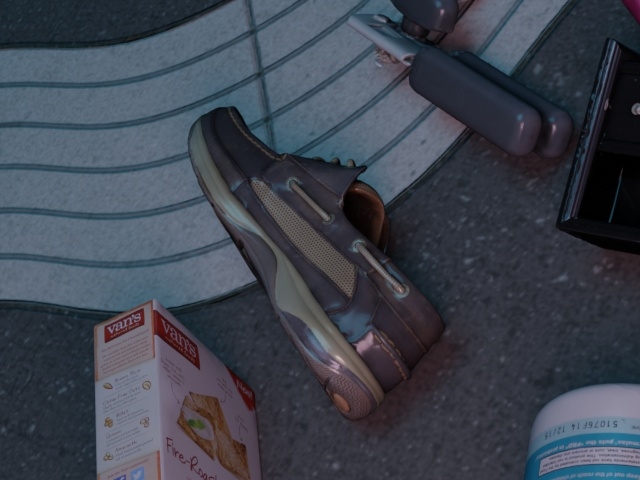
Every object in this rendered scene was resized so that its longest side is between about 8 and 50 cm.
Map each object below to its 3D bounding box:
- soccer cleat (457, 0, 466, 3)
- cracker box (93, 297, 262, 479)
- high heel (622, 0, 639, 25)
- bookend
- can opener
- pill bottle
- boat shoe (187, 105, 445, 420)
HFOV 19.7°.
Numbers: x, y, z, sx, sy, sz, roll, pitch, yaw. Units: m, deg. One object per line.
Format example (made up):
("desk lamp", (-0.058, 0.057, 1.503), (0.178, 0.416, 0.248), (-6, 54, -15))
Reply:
("soccer cleat", (0.130, -0.309, 1.755), (0.076, 0.068, 0.196), (-13, 52, 33))
("cracker box", (-0.110, 0.182, 1.464), (0.067, 0.156, 0.232), (-26, 45, 18))
("high heel", (0.304, -0.170, 1.467), (0.082, 0.117, 0.244), (-33, 43, 11))
("bookend", (0.279, -0.063, 1.398), (0.157, 0.072, 0.156), (13, 85, 42))
("can opener", (0.119, -0.158, 1.617), (0.280, 0.074, 0.093), (46, 126, 46))
("pill bottle", (0.194, 0.236, 1.196), (0.146, 0.146, 0.264), (-10, 51, 31))
("boat shoe", (0.000, 0.000, 1.571), (0.130, 0.132, 0.355), (-31, 51, -1))
